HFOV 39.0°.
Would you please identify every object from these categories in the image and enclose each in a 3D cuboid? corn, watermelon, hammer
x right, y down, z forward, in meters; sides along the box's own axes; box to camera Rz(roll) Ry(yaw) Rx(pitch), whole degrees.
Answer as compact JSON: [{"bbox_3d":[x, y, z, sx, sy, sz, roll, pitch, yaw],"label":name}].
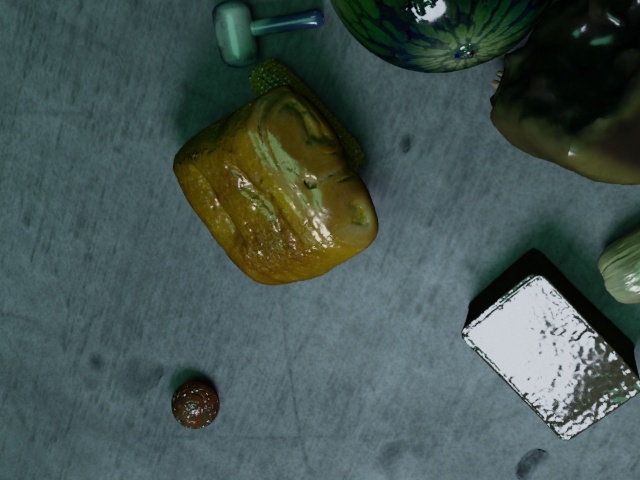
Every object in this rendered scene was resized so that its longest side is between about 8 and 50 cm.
[{"bbox_3d":[-0.025,-0.206,1.582,0.091,0.091,0.260,-41,93,22],"label":"corn"},{"bbox_3d":[0.161,-0.399,1.191,0.363,0.363,0.363,4,109,13],"label":"watermelon"},{"bbox_3d":[-0.086,-0.366,1.558,0.194,0.069,0.116,-7,105,12],"label":"hammer"},{"bbox_3d":[0.598,-0.007,1.471,0.305,0.123,0.122,-37,94,21],"label":"corn"}]

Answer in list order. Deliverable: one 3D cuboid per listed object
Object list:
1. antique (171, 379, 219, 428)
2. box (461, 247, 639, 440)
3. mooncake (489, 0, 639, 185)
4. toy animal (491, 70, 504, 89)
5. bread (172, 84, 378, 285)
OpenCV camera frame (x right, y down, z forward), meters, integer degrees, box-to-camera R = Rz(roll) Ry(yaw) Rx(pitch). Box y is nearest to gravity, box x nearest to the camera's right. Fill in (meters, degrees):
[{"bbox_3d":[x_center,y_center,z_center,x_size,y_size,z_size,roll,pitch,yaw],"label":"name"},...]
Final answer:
[{"bbox_3d":[-0.252,0.330,1.817,0.104,0.104,0.104,4,109,13],"label":"antique"},{"bbox_3d":[0.403,0.178,1.574,0.273,0.143,0.184,45,113,-3],"label":"box"},{"bbox_3d":[0.435,-0.281,1.302,0.394,0.246,0.393,-27,120,-8],"label":"mooncake"},{"bbox_3d":[0.350,-0.231,1.481,0.150,0.089,0.083,31,117,12],"label":"toy animal"},{"bbox_3d":[-0.086,-0.069,1.557,0.337,0.148,0.328,-19,105,48],"label":"bread"}]
